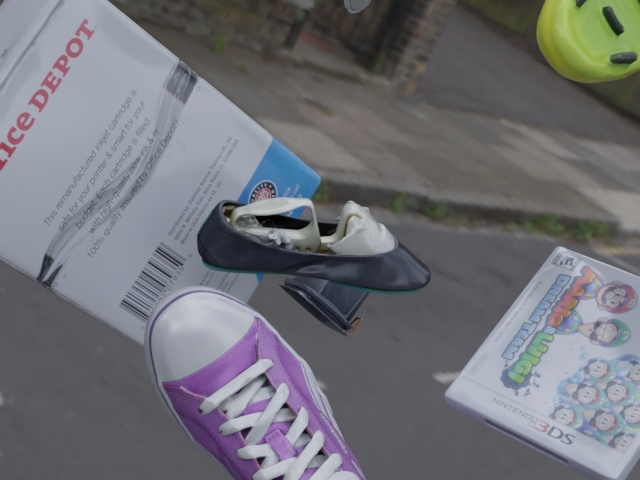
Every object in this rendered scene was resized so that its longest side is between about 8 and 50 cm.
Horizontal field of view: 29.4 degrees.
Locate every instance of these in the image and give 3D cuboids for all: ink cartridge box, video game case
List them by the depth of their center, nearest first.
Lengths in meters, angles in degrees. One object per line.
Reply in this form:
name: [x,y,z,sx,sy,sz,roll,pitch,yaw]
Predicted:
video game case: [0.190,0.085,0.875,0.143,0.157,0.019,24,-28,37]
ink cartridge box: [-0.185,-0.053,1.077,0.307,0.223,0.129,38,-11,-35]

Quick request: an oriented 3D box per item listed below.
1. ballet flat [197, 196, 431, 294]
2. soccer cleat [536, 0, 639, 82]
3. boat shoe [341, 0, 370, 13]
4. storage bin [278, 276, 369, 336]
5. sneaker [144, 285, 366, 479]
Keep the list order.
ballet flat: [0.000,0.000,1.016,0.203,0.074,0.074,7,19,-9]
soccer cleat: [0.211,-0.188,0.919,0.093,0.121,0.289,52,43,-16]
boat shoe: [0.034,-0.298,1.307,0.038,0.046,0.125,52,-16,26]
storage bin: [0.022,0.055,1.494,0.098,0.091,0.135,42,-6,-12]
sneaker: [-0.012,0.152,0.837,0.282,0.102,0.161,55,-13,-11]
